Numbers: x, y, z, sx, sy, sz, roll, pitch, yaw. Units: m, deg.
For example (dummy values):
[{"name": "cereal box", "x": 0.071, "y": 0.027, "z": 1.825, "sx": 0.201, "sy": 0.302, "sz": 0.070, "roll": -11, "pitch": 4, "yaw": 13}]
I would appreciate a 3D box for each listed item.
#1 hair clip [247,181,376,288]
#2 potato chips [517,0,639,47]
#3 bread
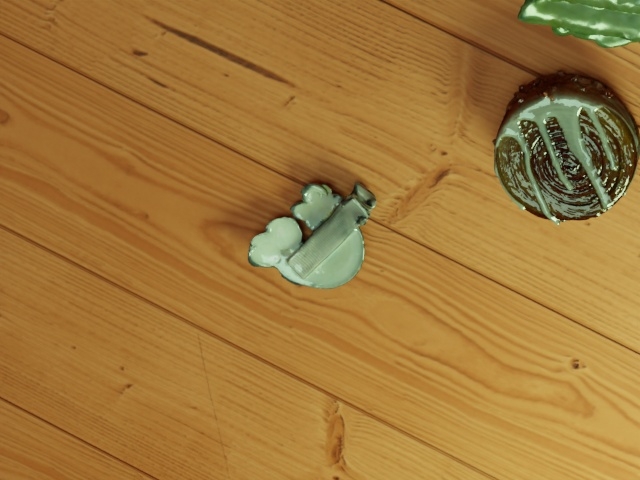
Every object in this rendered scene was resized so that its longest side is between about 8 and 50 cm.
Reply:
[{"name": "hair clip", "x": 0.000, "y": 0.000, "z": 1.937, "sx": 0.116, "sy": 0.049, "sz": 0.172, "roll": 45, "pitch": 124, "yaw": -1}, {"name": "potato chips", "x": 0.352, "y": -0.282, "z": 1.551, "sx": 0.389, "sy": 0.097, "sz": 0.373, "roll": 5, "pitch": 147, "yaw": 25}, {"name": "bread", "x": 0.260, "y": -0.099, "z": 1.781, "sx": 0.160, "sy": 0.073, "sz": 0.160, "roll": 8, "pitch": 118, "yaw": 16}]
